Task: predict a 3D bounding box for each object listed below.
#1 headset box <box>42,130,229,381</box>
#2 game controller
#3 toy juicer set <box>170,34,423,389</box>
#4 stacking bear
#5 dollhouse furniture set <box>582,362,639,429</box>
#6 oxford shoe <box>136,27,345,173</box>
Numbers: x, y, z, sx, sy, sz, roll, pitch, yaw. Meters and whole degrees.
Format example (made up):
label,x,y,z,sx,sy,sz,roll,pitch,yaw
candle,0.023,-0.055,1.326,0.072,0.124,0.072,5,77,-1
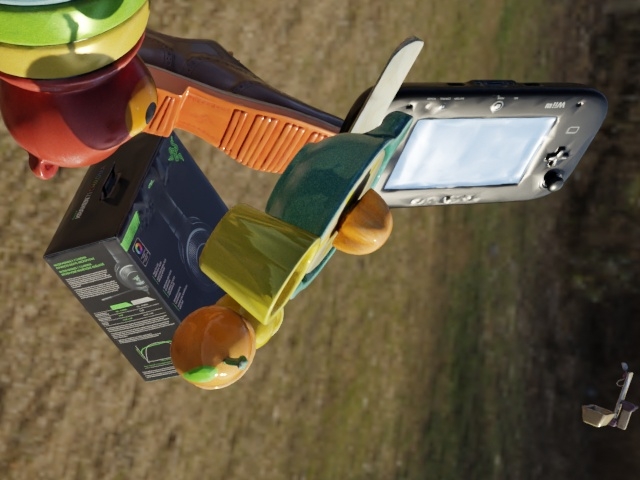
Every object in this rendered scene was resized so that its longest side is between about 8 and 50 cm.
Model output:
label,x,y,z,sx,sy,sz,roll,pitch,yaw
headset box,-0.235,0.011,1.894,0.283,0.131,0.246,57,33,-32
game controller,0.153,-0.101,1.411,0.319,0.166,0.067,-4,58,-29
toy juicer set,0.000,0.000,1.027,0.329,0.089,0.209,-51,170,-49
stacking bear,-0.180,-0.172,0.926,0.289,0.164,0.175,91,15,-46
dollhouse furniture set,0.385,0.201,1.700,0.114,0.091,0.081,11,99,-66
oxford shoe,-0.106,-0.188,1.707,0.364,0.130,0.132,18,56,-18
